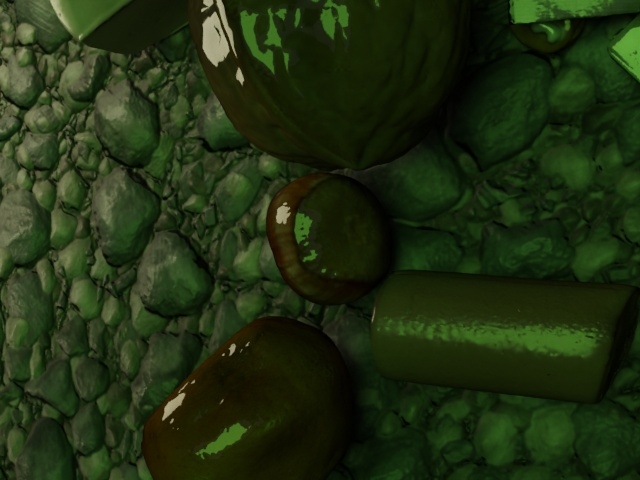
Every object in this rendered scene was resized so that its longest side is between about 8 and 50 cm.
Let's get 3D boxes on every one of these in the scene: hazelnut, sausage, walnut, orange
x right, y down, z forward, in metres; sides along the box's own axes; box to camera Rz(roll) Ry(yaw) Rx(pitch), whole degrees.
[{"bbox_3d":[0.000,0.000,1.078,0.150,0.150,0.150,-2,86,26],"label":"hazelnut"},{"bbox_3d":[0.189,0.096,0.982,0.253,0.123,0.123,3,88,27],"label":"sausage"},{"bbox_3d":[0.010,-0.231,1.005,0.306,0.306,0.343,-14,71,25],"label":"walnut"},{"bbox_3d":[-0.070,0.206,1.053,0.183,0.249,0.249,46,106,5],"label":"orange"}]

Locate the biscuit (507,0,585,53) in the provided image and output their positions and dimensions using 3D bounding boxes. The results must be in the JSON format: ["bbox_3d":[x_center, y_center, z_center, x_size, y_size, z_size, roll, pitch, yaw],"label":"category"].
[{"bbox_3d":[0.294,-0.374,1.006,0.340,0.047,0.216,-41,71,18],"label":"biscuit"}]

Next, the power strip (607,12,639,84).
[{"bbox_3d":[0.373,-0.159,0.959,0.081,0.035,0.192,-46,70,17],"label":"power strip"}]

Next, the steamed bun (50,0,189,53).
[{"bbox_3d":[-0.217,-0.355,1.199,0.242,0.146,0.164,-30,77,23],"label":"steamed bun"}]

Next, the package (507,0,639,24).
[{"bbox_3d":[0.279,-0.347,0.953,0.204,0.062,0.250,-1,88,27],"label":"package"}]
